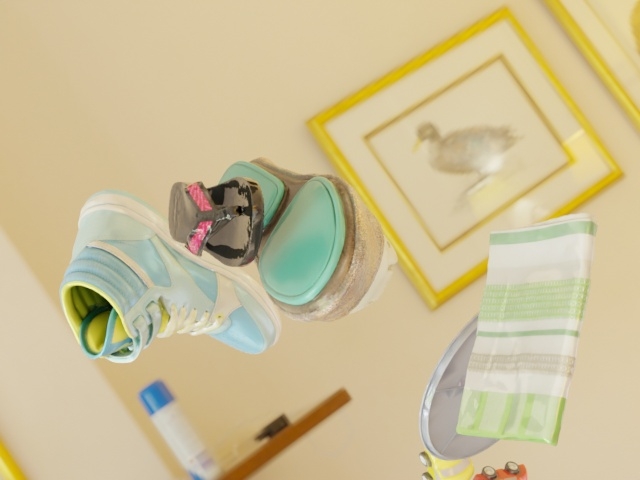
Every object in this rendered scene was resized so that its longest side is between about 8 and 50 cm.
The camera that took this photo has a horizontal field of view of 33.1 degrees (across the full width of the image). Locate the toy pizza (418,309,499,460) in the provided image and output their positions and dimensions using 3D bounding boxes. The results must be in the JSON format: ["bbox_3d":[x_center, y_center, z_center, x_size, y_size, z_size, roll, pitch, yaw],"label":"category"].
[{"bbox_3d":[0.171,0.140,1.128,0.201,0.032,0.201,-24,-50,-32],"label":"toy pizza"}]

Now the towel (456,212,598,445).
[{"bbox_3d":[0.136,0.059,0.728,0.113,0.023,0.152,-18,56,66],"label":"towel"}]

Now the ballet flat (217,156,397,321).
[{"bbox_3d":[0.000,0.000,0.860,0.107,0.106,0.316,-57,24,6],"label":"ballet flat"}]

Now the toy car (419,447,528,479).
[{"bbox_3d":[0.172,0.378,1.478,0.225,0.053,0.239,-51,-47,6],"label":"toy car"}]

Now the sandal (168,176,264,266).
[{"bbox_3d":[-0.092,-0.017,0.829,0.040,0.067,0.179,3,2,-30],"label":"sandal"}]

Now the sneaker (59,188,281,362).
[{"bbox_3d":[-0.197,0.101,1.366,0.127,0.319,0.208,-36,27,39],"label":"sneaker"}]
